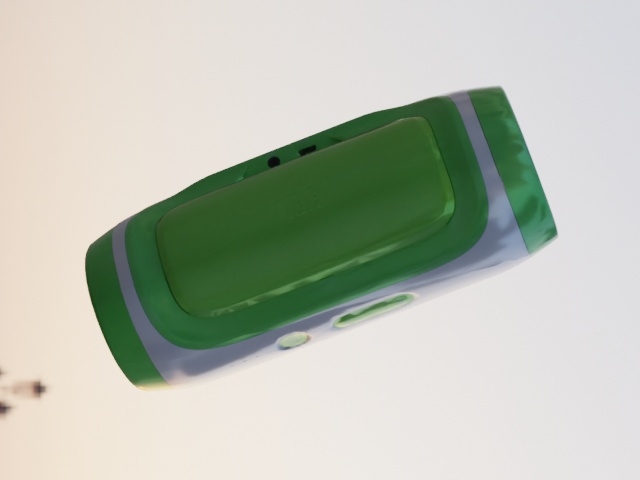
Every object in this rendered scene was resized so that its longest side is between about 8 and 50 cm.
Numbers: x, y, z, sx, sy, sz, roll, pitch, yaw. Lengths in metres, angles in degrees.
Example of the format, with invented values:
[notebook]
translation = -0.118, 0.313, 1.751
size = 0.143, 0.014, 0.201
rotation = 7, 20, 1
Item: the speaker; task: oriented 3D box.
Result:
[speaker]
translation = 0.000, 0.000, 1.039
size = 0.131, 0.296, 0.131
rotation = -21, 90, -83
